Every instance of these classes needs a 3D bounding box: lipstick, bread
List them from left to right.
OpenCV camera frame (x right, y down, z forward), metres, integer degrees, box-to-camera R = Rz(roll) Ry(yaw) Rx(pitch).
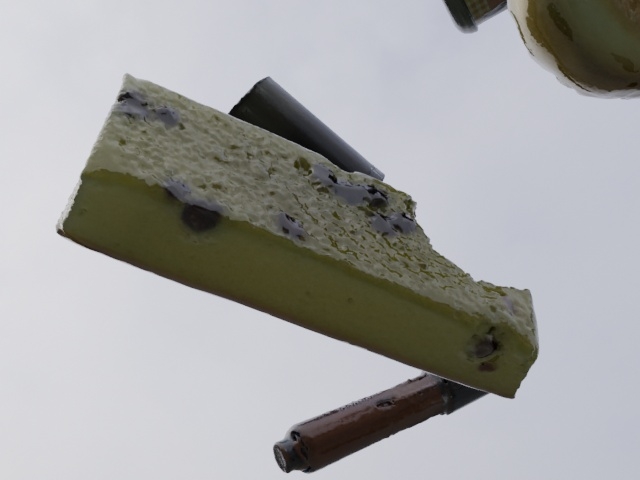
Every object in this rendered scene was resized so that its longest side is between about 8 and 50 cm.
[{"bbox_3d":[0.000,0.000,0.355,0.226,0.088,0.049,21,-51,-15],"label":"bread"},{"bbox_3d":[0.124,0.234,1.074,0.418,0.077,0.077,-16,-48,-29],"label":"lipstick"},{"bbox_3d":[0.223,-0.210,0.558,0.213,0.104,0.214,1,-92,-18],"label":"bread"}]

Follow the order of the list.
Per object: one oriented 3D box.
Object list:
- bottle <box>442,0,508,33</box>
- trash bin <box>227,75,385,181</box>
[{"bbox_3d":[0.284,-0.409,1.032,0.271,0.143,0.156,-26,-10,17],"label":"bottle"},{"bbox_3d":[-0.052,-0.148,1.449,0.301,0.252,0.203,40,-50,-6],"label":"trash bin"}]
